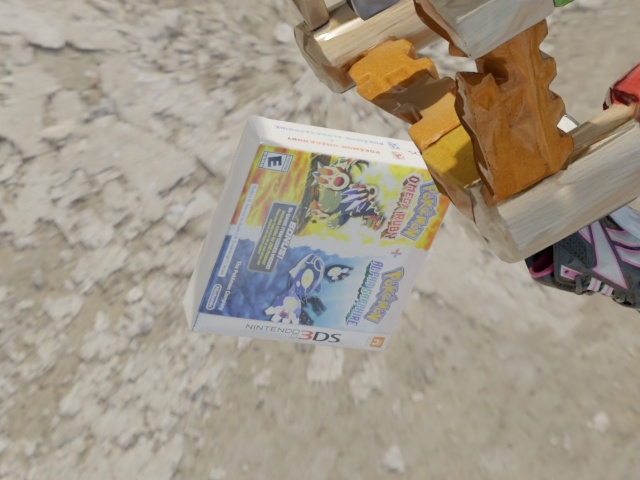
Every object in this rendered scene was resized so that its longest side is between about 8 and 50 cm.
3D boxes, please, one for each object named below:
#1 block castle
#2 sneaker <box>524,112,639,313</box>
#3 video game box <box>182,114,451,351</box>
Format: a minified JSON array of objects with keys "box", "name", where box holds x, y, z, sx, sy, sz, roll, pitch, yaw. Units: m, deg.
[{"box":[0.085,-0.242,0.889,0.213,0.303,0.453,-30,132,-11],"name":"block castle"},{"box":[0.163,0.007,1.012,0.178,0.072,0.077,45,76,-14],"name":"sneaker"},{"box":[0.000,0.000,1.410,0.187,0.048,0.205,6,126,-23],"name":"video game box"}]
